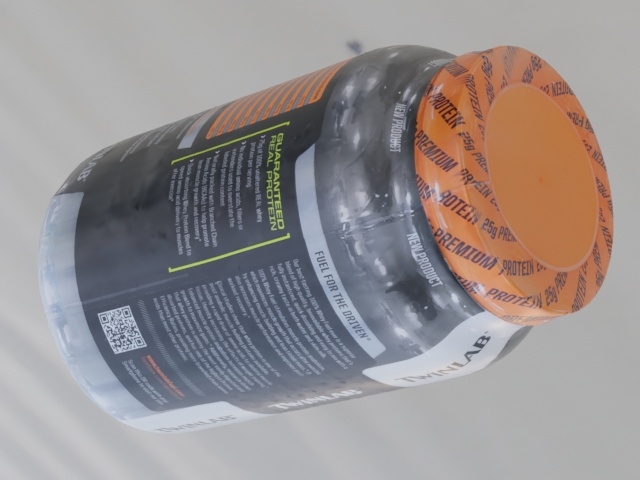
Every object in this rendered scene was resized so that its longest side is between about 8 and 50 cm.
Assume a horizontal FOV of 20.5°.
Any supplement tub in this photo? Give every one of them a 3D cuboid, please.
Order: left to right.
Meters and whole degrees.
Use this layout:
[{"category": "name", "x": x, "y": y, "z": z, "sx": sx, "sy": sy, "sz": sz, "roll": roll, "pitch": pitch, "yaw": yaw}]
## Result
[{"category": "supplement tub", "x": 0.000, "y": 0.000, "z": 1.122, "sx": 0.338, "sy": 0.207, "sz": 0.207, "roll": -15, "pitch": 125, "yaw": 38}]
